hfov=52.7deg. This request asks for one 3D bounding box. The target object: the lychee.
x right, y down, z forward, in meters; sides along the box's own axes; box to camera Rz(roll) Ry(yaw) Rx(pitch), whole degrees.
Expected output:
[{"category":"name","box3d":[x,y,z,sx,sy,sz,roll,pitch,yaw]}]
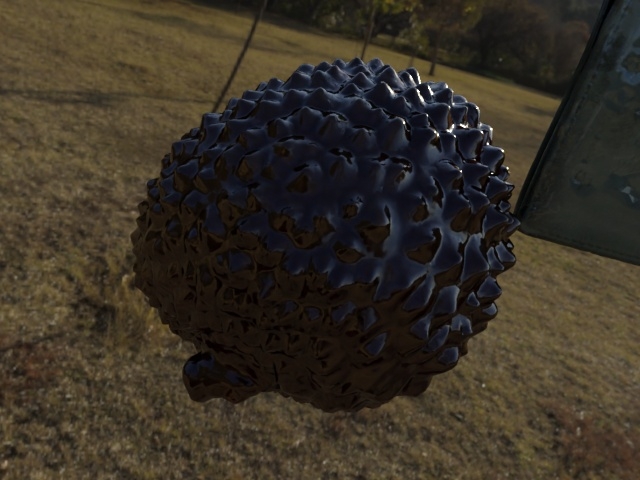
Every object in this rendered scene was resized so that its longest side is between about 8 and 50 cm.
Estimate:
[{"category":"lychee","box3d":[0.000,0.000,0.548,0.306,0.330,0.306,30,-17,10]}]

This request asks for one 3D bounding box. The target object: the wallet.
[{"category":"wallet","box3d":[0.318,-0.112,0.549,0.251,0.290,0.054,15,21,-16]}]
